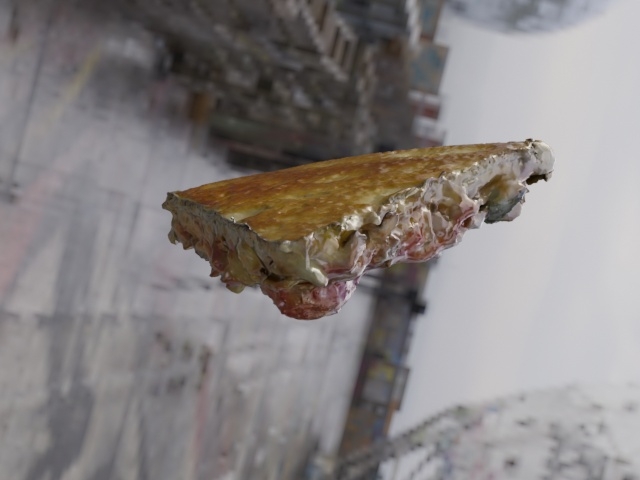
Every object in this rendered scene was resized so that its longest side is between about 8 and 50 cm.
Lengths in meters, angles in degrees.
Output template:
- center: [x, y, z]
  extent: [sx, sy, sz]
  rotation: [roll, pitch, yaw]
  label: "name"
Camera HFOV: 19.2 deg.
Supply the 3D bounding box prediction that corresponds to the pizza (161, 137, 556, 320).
- center: [0.000, 0.000, 0.898]
  extent: [0.193, 0.201, 0.053]
  rotation: [-38, 120, -65]
  label: "pizza"
